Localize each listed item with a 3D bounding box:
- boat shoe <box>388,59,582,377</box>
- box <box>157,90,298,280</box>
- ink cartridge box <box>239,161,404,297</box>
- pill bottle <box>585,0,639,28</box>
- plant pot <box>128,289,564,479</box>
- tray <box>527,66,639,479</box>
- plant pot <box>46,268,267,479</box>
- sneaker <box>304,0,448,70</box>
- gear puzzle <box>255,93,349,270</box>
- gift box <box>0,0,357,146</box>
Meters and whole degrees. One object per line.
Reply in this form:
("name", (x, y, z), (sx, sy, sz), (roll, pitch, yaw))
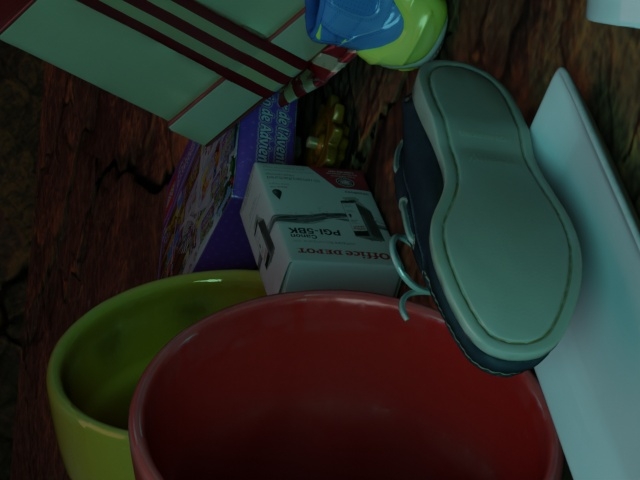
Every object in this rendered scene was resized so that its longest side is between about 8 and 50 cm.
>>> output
("boat shoe", (0.088, -0.006, 1.046), (0.254, 0.095, 0.079), (-105, 27, -45))
("box", (-0.091, -0.041, 1.635), (0.293, 0.057, 0.201), (122, 155, -53))
("ink cartridge box", (0.000, 0.000, 1.393), (0.135, 0.099, 0.056), (-112, 32, -50))
("pill bottle", (0.185, -0.228, 0.805), (0.146, 0.146, 0.264), (-149, 64, -69))
("plant pot", (0.010, 0.205, 1.129), (0.275, 0.275, 0.243), (-113, 22, -53))
("tray", (0.163, 0.039, 1.012), (0.270, 0.030, 0.145), (-105, 26, -42))
("plant pot", (-0.080, 0.186, 1.420), (0.254, 0.254, 0.239), (-122, 23, -60))
("sneaker", (0.038, -0.247, 1.275), (0.091, 0.126, 0.240), (-172, 84, -71))
("gear puzzle", (-0.031, -0.001, 1.582), (0.175, 0.044, 0.339), (-92, 20, -46))
("gift box", (-0.087, -0.252, 1.429), (0.276, 0.258, 0.255), (-30, 48, 38))
